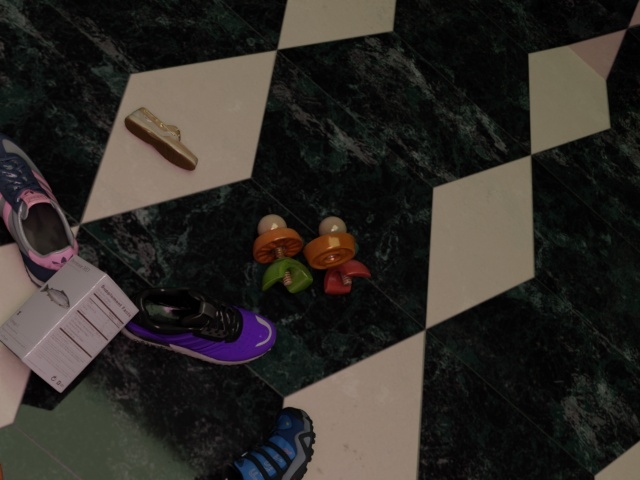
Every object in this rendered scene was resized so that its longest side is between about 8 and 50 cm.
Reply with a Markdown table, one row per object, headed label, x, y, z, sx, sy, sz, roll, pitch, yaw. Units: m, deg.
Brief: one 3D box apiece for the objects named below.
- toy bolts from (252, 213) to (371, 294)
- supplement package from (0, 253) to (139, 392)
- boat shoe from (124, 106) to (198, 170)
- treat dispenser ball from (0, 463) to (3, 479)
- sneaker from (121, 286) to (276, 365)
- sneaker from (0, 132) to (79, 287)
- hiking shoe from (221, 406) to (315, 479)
| label | x | y | z | sx | sy | sz | roll | pitch | yaw |
| --- | --- | --- | --- | --- | --- | --- | --- | --- | --- |
| toy bolts | 0.000 | 0.000 | 1.424 | 0.229 | 0.218 | 0.158 | 11 | 54 | -42 |
| supplement package | -0.407 | 0.131 | 1.150 | 0.179 | 0.105 | 0.105 | -50 | 137 | -21 |
| boat shoe | -0.311 | -0.210 | 1.439 | 0.170 | 0.063 | 0.059 | 37 | 61 | -5 |
| treat dispenser ball | -0.560 | 0.333 | 0.908 | 0.288 | 0.288 | 0.288 | 11 | 62 | -22 |
| sneaker | -0.205 | 0.146 | 1.265 | 0.294 | 0.146 | 0.102 | 12 | 61 | -21 |
| sneaker | -0.505 | -0.075 | 1.233 | 0.112 | 0.131 | 0.319 | -28 | 81 | -33 |
| hiking shoe | -0.092 | 0.374 | 1.184 | 0.132 | 0.113 | 0.304 | 25 | 27 | -6 |
